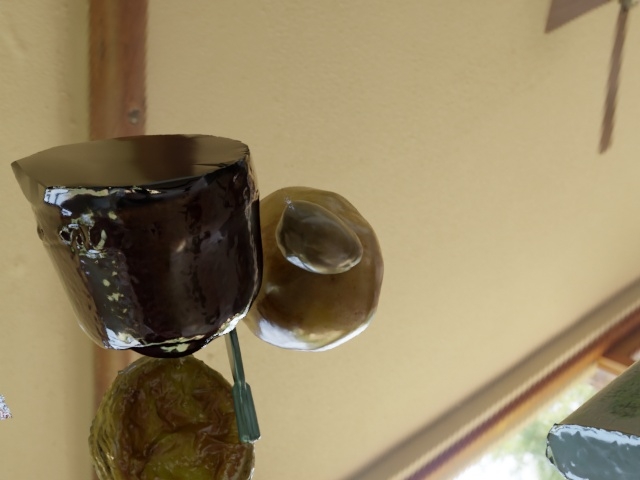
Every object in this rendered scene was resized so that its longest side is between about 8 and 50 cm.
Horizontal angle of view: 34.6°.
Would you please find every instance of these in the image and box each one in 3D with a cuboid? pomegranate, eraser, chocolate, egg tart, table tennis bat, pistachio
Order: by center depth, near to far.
[{"bbox_3d":[0.362,0.175,1.038,0.227,0.174,0.081,-27,-70,-37],"label":"eraser"},{"bbox_3d":[-0.271,0.019,1.626,0.383,0.383,0.331,-21,-63,-46],"label":"chocolate"},{"bbox_3d":[0.000,0.000,1.766,0.185,0.108,0.126,31,-136,-39],"label":"pistachio"},{"bbox_3d":[-0.144,0.240,1.814,0.038,0.237,0.149,-9,-17,-11],"label":"table tennis bat"},{"bbox_3d":[-0.275,0.366,1.850,0.341,0.132,0.341,20,-127,-30],"label":"egg tart"},{"bbox_3d":[-0.019,0.058,2.007,0.338,0.338,0.338,-29,-50,-42],"label":"pomegranate"}]

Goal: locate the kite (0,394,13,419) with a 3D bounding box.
[{"bbox_3d":[-0.330,0.145,0.936,0.222,0.125,0.008,25,-120,-50],"label":"kite"}]
